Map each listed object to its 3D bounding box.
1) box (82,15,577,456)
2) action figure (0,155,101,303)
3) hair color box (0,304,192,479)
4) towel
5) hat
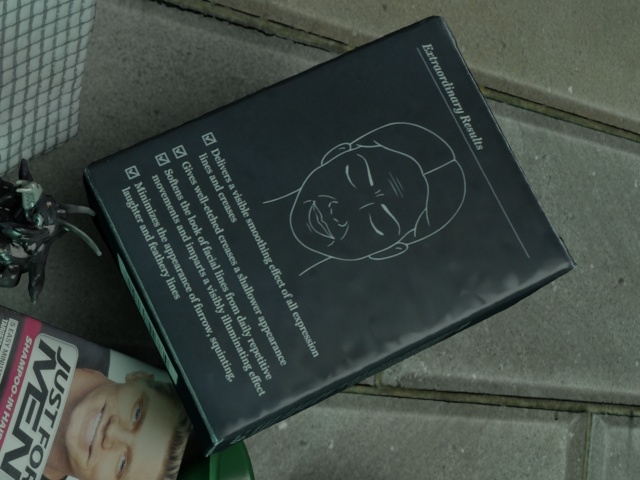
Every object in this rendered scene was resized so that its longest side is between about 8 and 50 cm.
[{"bbox_3d":[0.000,0.000,1.254,0.396,0.212,0.293,-25,81,-12],"label":"box"},{"bbox_3d":[-0.330,-0.023,1.067,0.276,0.141,0.164,-4,62,-16],"label":"action figure"},{"bbox_3d":[-0.272,0.181,1.232,0.347,0.105,0.173,34,68,-56],"label":"hair color box"},{"bbox_3d":[-0.336,-0.188,1.179,0.235,0.121,0.283,-37,155,-39],"label":"towel"},{"bbox_3d":[-0.185,0.319,1.423,0.208,0.184,0.172,-71,149,-70],"label":"hat"}]
